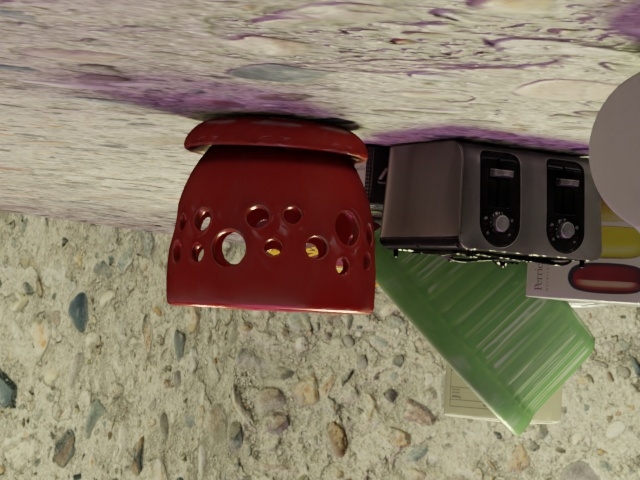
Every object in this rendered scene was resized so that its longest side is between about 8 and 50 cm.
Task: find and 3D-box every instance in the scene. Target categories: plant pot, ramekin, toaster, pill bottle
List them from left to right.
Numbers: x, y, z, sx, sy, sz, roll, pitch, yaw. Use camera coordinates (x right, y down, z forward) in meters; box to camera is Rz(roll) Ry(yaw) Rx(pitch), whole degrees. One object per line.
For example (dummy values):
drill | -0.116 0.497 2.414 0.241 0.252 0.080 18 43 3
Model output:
plant pot | -0.040 -0.020 1.562 0.191 0.174 0.191 5 177 0
ramekin | 0.188 0.072 2.043 0.303 0.148 0.303 48 -178 -2
toaster | 0.161 -0.032 1.669 0.168 0.110 0.185 6 177 -28
pill bottle | 0.257 -0.045 1.086 0.121 0.121 0.221 3 177 30

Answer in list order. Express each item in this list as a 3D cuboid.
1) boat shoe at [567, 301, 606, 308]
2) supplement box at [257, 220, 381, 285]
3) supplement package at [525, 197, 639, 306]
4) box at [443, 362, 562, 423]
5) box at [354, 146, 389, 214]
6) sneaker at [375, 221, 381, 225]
boat shoe | 0.267 0.000 2.232 0.367 0.136 0.156 14 174 -1
supplement box | 0.000 0.000 2.272 0.104 0.081 0.188 -14 151 35
supplement package | 0.358 0.004 1.829 0.244 0.139 0.134 2 178 32
box | 0.284 0.119 2.607 0.148 0.311 0.121 2 177 45
box | 0.056 -0.058 1.857 0.216 0.060 0.270 5 178 -35
sneaker | -0.004 -0.031 2.368 0.223 0.083 0.098 5 172 -9
